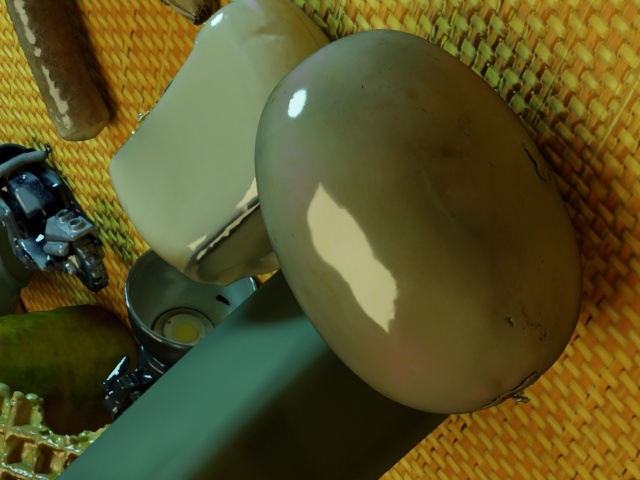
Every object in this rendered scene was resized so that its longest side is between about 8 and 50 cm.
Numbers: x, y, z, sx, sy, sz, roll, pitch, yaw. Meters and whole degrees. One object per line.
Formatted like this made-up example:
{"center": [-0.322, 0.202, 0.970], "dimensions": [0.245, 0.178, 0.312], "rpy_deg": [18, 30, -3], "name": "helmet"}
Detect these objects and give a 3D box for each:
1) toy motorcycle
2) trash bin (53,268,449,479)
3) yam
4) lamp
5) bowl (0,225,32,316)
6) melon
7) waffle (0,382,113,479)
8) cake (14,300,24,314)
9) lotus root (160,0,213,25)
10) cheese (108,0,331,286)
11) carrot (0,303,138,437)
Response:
{"center": [-0.351, -0.035, 2.056], "dimensions": [0.270, 0.106, 0.159], "rpy_deg": [28, 143, 50], "name": "toy motorcycle"}
{"center": [-0.052, 0.163, 1.463], "dimensions": [0.223, 0.343, 0.158], "rpy_deg": [-8, 114, 52], "name": "trash bin"}
{"center": [-0.317, -0.276, 1.822], "dimensions": [0.081, 0.081, 0.356], "rpy_deg": [12, 126, 54], "name": "yam"}
{"center": [-0.163, 0.127, 1.830], "dimensions": [0.147, 0.172, 0.227], "rpy_deg": [46, 146, 22], "name": "lamp"}
{"center": [-0.481, 0.016, 2.215], "dimensions": [0.289, 0.146, 0.289], "rpy_deg": [-12, -90, -81], "name": "bowl"}
{"center": [0.077, -0.011, 1.270], "dimensions": [0.317, 0.223, 0.223], "rpy_deg": [59, 151, 3], "name": "melon"}
{"center": [-0.312, 0.309, 1.860], "dimensions": [0.301, 0.058, 0.281], "rpy_deg": [38, 106, 25], "name": "waffle"}
{"center": [-0.605, 0.177, 2.457], "dimensions": [0.314, 0.293, 0.306], "rpy_deg": [-24, 89, 57], "name": "cake"}
{"center": [-0.134, -0.244, 1.602], "dimensions": [0.083, 0.030, 0.037], "rpy_deg": [39, 113, 30], "name": "lotus root"}
{"center": [-0.081, -0.095, 1.484], "dimensions": [0.266, 0.127, 0.233], "rpy_deg": [-44, 66, 33], "name": "cheese"}
{"center": [-0.380, 0.213, 2.125], "dimensions": [0.241, 0.341, 0.241], "rpy_deg": [18, 112, 52], "name": "carrot"}
